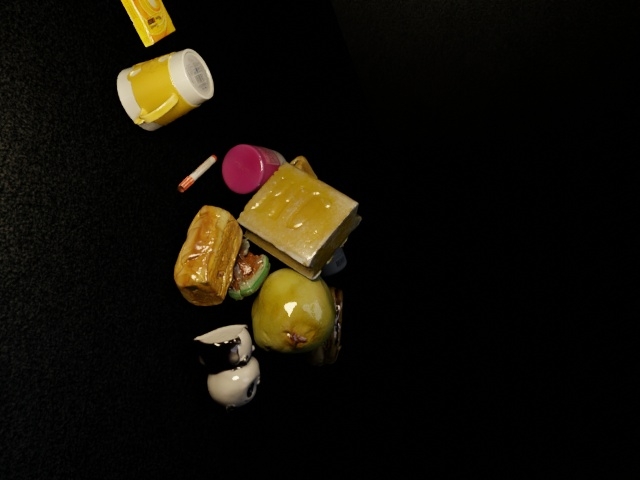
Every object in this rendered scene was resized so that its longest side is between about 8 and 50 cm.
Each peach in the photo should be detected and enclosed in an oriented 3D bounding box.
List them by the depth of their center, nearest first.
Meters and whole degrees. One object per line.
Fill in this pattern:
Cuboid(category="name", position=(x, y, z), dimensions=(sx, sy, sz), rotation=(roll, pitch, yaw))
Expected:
Cuboid(category="peach", position=(-0.089, 0.247, 1.893), dimensions=(0.281, 0.315, 0.315), rotation=(19, 84, -15))

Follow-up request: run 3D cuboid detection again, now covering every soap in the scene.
Cuboid(category="soap", position=(-0.073, -0.071, 1.861), dimensions=(0.293, 0.335, 0.156), rotation=(-48, 155, -19))

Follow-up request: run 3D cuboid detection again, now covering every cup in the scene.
Cuboid(category="cup", position=(-0.437, -0.413, 1.532), dimensions=(0.241, 0.225, 0.185), rotation=(-87, 152, -43))

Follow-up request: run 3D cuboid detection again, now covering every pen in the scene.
Cuboid(category="pen", position=(-0.397, -0.220, 1.772), dimensions=(0.028, 0.028, 0.239), rotation=(67, 27, -24))

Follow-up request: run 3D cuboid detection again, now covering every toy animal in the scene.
Cuboid(category="toy animal", position=(-0.269, 0.384, 1.643), dimensions=(0.187, 0.165, 0.235), rotation=(-55, 129, -79))

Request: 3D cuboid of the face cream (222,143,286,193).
Cuboid(category="face cream", position=(-0.231, -0.251, 1.960), dimensions=(0.194, 0.175, 0.175), rotation=(-11, 90, -64))

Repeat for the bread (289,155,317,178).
Cuboid(category="bread", position=(-0.085, -0.277, 2.382), dimensions=(0.173, 0.085, 0.134), rotation=(57, 36, -42))

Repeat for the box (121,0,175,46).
Cuboid(category="box", position=(-0.547, -0.739, 1.643), dimensions=(0.269, 0.043, 0.152), rotation=(64, 29, -28))

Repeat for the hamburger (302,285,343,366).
Cuboid(category="hamburger", position=(0.008, 0.332, 2.151), dimensions=(0.284, 0.174, 0.305), rotation=(111, -23, -66))

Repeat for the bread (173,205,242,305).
Cuboid(category="bread", position=(-0.341, 0.042, 1.666), dimensions=(0.167, 0.132, 0.295), rotation=(52, 36, -46))

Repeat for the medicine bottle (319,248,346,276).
Cuboid(category="medicine bottle", position=(0.000, 0.000, 2.368), dimensions=(0.289, 0.156, 0.157), rotation=(70, 27, -20))

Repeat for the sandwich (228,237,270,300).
Cuboid(category="sandwich", position=(-0.261, 0.090, 1.845), dimensions=(0.185, 0.109, 0.160), rotation=(-72, 145, -46))
